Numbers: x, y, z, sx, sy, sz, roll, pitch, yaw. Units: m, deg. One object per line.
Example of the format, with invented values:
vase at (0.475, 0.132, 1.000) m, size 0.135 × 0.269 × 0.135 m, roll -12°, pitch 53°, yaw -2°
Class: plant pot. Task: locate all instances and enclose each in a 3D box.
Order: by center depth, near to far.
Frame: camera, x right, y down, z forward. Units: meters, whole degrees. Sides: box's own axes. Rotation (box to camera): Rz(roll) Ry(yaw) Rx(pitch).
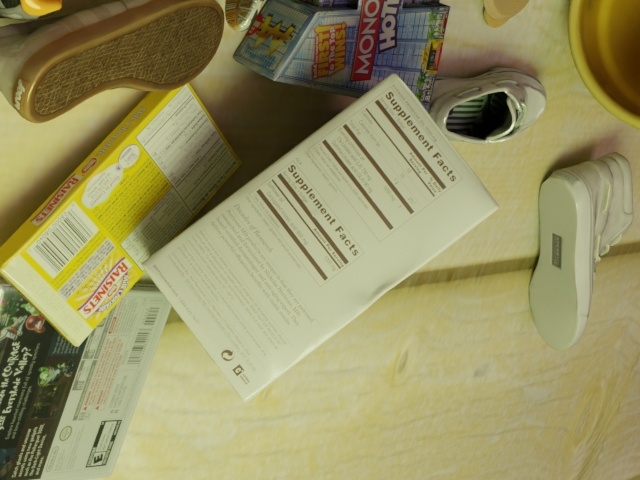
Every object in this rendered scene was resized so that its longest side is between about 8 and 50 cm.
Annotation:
plant pot at (0.430, -0.236, 1.083) m, size 0.239 × 0.254 × 0.254 m, roll -7°, pitch 120°, yaw -59°

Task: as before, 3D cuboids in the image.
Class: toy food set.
toy food set at (0.189, -0.260, 0.983) m, size 0.082 × 0.020 × 0.083 m, roll -47°, pitch 138°, yaw -12°

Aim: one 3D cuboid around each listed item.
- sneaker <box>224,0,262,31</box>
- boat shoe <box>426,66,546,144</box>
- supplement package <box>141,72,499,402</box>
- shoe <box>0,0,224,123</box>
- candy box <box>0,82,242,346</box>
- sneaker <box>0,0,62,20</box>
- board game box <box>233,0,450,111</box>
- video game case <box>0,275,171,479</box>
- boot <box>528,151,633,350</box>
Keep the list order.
sneaker at (-0.049, -0.195, 0.763) m, size 0.037 × 0.032 × 0.083 m, roll 40°, pitch 57°, yaw -56°
boat shoe at (0.172, -0.127, 1.008) m, size 0.226 × 0.076 × 0.083 m, roll -12°, pitch 123°, yaw -40°
supplement package at (0.000, 0.000, 0.800) m, size 0.244 × 0.134 × 0.139 m, roll -37°, pitch 177°, yaw -4°
shoe at (-0.145, -0.140, 0.688) m, size 0.219 × 0.058 × 0.077 m, roll -33°, pitch 148°, yaw -54°
candy box at (-0.154, -0.025, 0.771) m, size 0.206 × 0.027 × 0.105 m, roll -50°, pitch 139°, yaw -19°
sneaker at (-0.153, -0.230, 0.619) m, size 0.084 × 0.083 × 0.215 m, roll 21°, pitch 98°, yaw -48°
board game box at (0.025, -0.199, 0.831) m, size 0.194 × 0.060 × 0.194 m, roll -14°, pitch 124°, yaw -40°
video game case at (-0.222, 0.121, 0.820) m, size 0.173 × 0.022 × 0.190 m, roll 6°, pitch 111°, yaw -47°
boot at (0.342, 0.016, 1.251) m, size 0.123 × 0.095 × 0.258 m, roll -21°, pitch 127°, yaw -26°
